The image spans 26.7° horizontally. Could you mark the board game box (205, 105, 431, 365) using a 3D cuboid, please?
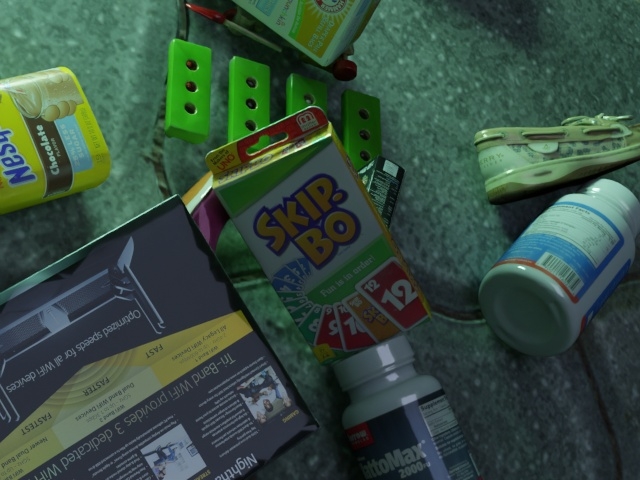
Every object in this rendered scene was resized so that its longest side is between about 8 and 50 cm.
[{"bbox_3d":[0.000,0.000,1.295,0.259,0.124,0.039,60,12,-28],"label":"board game box"}]

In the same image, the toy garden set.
[{"bbox_3d":[-0.053,-0.165,1.435,0.244,0.049,0.204,14,59,-25],"label":"toy garden set"}]

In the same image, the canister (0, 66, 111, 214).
[{"bbox_3d":[-0.287,-0.085,1.217,0.170,0.073,0.126,-21,84,-41],"label":"canister"}]

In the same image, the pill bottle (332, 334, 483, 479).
[{"bbox_3d":[0.083,0.192,1.337,0.108,0.108,0.180,-18,81,-39],"label":"pill bottle"}]

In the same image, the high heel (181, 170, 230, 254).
[{"bbox_3d":[-0.108,0.033,1.286,0.117,0.082,0.244,40,52,-17],"label":"high heel"}]

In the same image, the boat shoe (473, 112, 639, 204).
[{"bbox_3d":[0.307,-0.116,1.633,0.285,0.104,0.089,-15,82,-38],"label":"boat shoe"}]

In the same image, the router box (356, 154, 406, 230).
[{"bbox_3d":[0.032,-0.021,1.384,0.038,0.122,0.092,28,55,-18],"label":"router box"}]

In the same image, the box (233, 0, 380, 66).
[{"bbox_3d":[-0.032,-0.298,1.420,0.203,0.114,0.103,37,40,3],"label":"box"}]

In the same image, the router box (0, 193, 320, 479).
[{"bbox_3d":[-0.191,0.140,1.137,0.309,0.081,0.243,-31,89,-25],"label":"router box"}]

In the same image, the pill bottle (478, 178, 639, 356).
[{"bbox_3d":[0.285,0.024,1.544,0.124,0.124,0.221,52,50,-5],"label":"pill bottle"}]
